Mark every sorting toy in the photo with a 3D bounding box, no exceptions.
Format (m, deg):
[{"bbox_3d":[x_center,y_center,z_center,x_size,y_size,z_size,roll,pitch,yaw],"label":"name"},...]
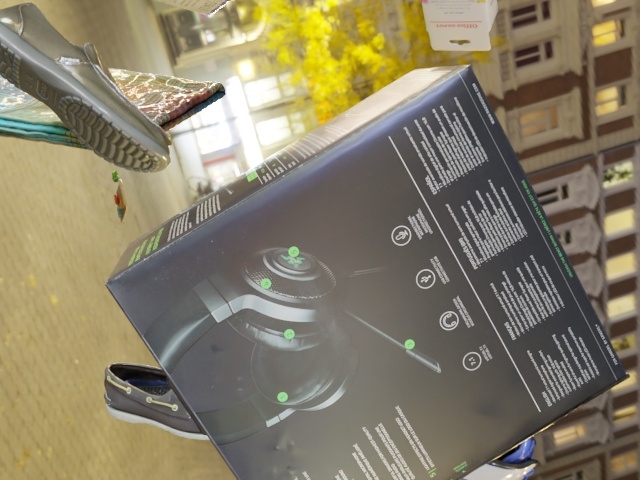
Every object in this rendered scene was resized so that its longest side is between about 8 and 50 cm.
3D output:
[{"bbox_3d":[-0.344,-0.077,1.294,0.062,0.012,0.083,121,-45,-54],"label":"sorting toy"}]

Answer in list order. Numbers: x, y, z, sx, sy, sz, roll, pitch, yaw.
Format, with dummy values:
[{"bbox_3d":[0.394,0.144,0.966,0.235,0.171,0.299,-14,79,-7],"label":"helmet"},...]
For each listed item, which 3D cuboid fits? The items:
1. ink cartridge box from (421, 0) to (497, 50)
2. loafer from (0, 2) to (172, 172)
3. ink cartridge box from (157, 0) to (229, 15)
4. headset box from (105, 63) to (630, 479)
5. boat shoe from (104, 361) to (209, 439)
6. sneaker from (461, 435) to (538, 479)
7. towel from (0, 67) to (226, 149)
[{"bbox_3d":[0.236,-0.423,1.300,0.067,0.115,0.198,-64,149,-33],"label":"ink cartridge box"},{"bbox_3d":[-0.259,-0.175,0.844,0.251,0.087,0.094,40,-30,-14],"label":"loafer"},{"bbox_3d":[-0.252,-0.368,0.908,0.324,0.329,0.072,-163,-98,-68],"label":"ink cartridge box"},{"bbox_3d":[0.023,0.054,0.544,0.246,0.283,0.131,58,-1,-13],"label":"headset box"},{"bbox_3d":[-0.198,0.217,1.048,0.081,0.227,0.069,-53,144,-60],"label":"boat shoe"},{"bbox_3d":[0.180,0.269,0.846,0.315,0.182,0.128,41,29,-30],"label":"sneaker"},{"bbox_3d":[-0.358,-0.203,1.081,0.271,0.369,0.040,-52,148,-55],"label":"towel"}]
